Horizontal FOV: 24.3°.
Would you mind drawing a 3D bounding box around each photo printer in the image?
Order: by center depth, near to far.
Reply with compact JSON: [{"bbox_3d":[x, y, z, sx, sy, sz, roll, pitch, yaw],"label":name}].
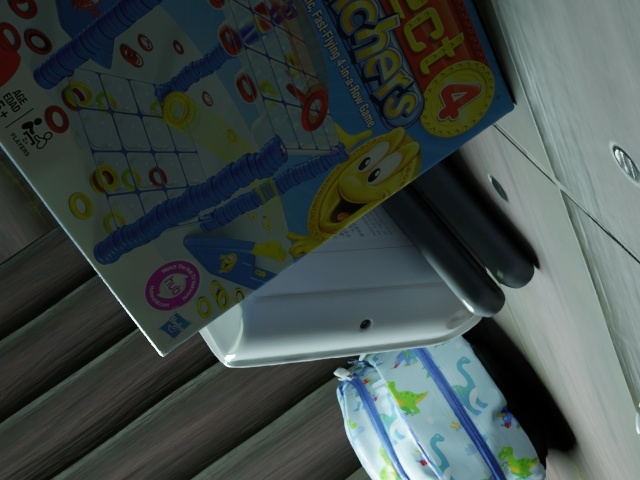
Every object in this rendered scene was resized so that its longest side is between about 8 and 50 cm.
[{"bbox_3d":[0.000,0.000,1.432,0.256,0.308,0.107,54,135,38],"label":"photo printer"}]

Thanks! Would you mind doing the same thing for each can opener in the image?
[{"bbox_3d":[0.100,-0.046,1.382,0.283,0.076,0.095,52,-162,28],"label":"can opener"}]

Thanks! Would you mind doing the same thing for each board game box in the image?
[{"bbox_3d":[-0.059,-0.122,0.949,0.086,0.302,0.308,50,173,46],"label":"board game box"}]

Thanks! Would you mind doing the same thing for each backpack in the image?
[{"bbox_3d":[0.148,0.226,1.806,0.290,0.273,0.355,64,163,-1],"label":"backpack"}]

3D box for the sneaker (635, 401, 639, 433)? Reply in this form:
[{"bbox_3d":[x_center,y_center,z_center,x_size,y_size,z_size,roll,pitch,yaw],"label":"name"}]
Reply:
[{"bbox_3d":[0.289,0.183,1.023,0.190,0.071,0.083,55,169,1],"label":"sneaker"}]
